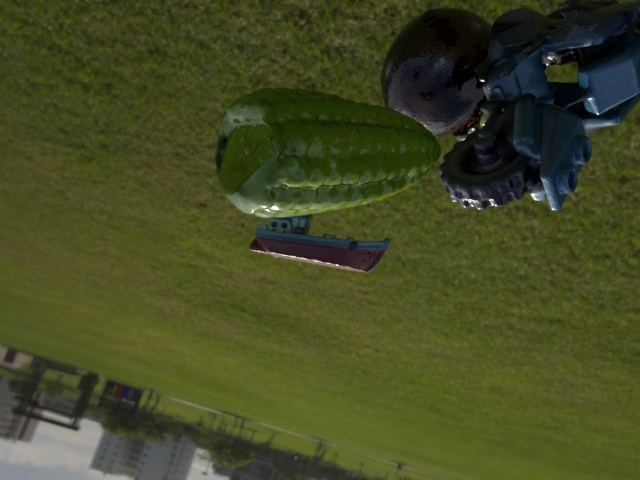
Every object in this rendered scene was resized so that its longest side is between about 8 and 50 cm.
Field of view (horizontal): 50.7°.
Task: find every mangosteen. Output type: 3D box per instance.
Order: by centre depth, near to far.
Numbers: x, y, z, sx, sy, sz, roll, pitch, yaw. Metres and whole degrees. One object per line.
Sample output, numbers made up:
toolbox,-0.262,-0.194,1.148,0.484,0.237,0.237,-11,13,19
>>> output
mangosteen,0.203,-0.254,1.066,0.216,0.216,0.216,15,162,5

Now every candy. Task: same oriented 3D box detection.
candy,0.018,-0.069,0.531,0.210,0.096,0.097,-7,-179,-40

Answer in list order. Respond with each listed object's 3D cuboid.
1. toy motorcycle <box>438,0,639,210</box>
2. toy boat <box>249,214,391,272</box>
toy motorcycle,0.312,-0.188,0.818,0.232,0.416,0.172,6,136,43
toy boat,0.000,0.000,0.847,0.173,0.058,0.069,10,174,6
